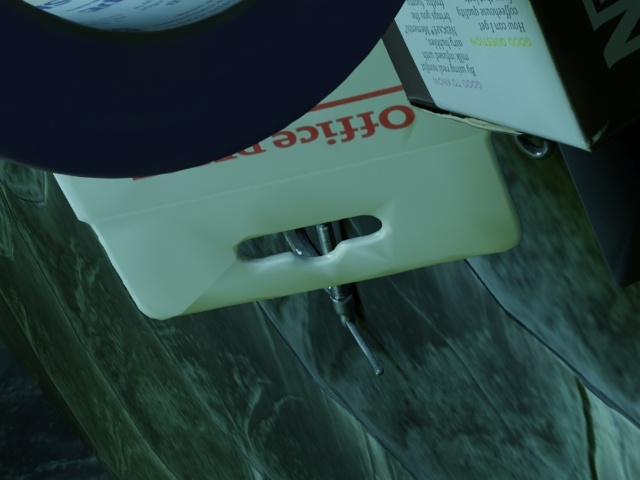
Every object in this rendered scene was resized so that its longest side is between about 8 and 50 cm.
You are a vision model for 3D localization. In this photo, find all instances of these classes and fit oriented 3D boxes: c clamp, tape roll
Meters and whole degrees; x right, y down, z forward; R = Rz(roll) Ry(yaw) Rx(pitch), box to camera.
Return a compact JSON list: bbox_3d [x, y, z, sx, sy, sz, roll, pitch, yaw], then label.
[{"bbox_3d":[0.000,0.000,1.377,0.137,0.022,0.161,50,164,42],"label":"c clamp"},{"bbox_3d":[-0.061,-0.112,0.452,0.080,0.189,0.189,12,133,53],"label":"tape roll"}]

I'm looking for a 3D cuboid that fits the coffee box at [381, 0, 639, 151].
[{"bbox_3d":[0.060,-0.197,0.570,0.119,0.168,0.297,23,141,63],"label":"coffee box"}]

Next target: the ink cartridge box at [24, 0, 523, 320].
[{"bbox_3d":[-0.044,-0.136,0.856,0.119,0.207,0.353,-89,-17,-46],"label":"ink cartridge box"}]

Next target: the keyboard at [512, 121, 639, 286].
[{"bbox_3d":[0.073,-0.127,0.741,0.317,0.033,0.201,64,-157,-21],"label":"keyboard"}]
